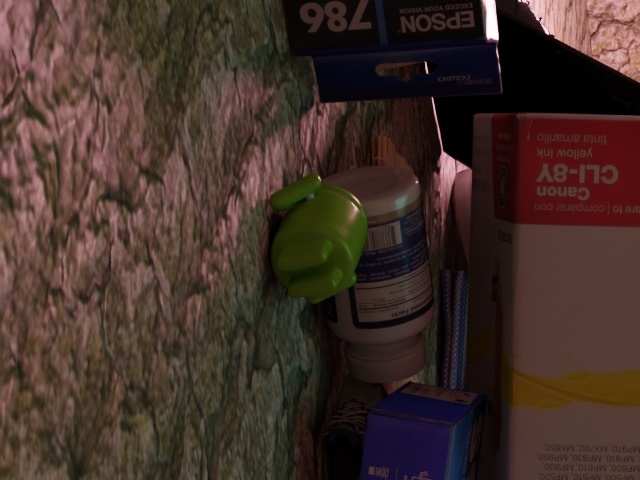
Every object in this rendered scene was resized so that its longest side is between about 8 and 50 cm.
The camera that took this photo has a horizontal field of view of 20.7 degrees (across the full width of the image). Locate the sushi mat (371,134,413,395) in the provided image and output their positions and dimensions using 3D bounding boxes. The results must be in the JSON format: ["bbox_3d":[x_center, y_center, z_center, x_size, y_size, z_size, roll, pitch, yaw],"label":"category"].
[{"bbox_3d":[0.073,0.066,1.732,0.151,0.019,0.316,37,52,-73],"label":"sushi mat"}]

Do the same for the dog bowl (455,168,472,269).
[{"bbox_3d":[0.280,0.054,2.191,0.349,0.102,0.349,-19,90,-73],"label":"dog bowl"}]

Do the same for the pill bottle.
[{"bbox_3d":[0.047,0.030,1.482,0.094,0.094,0.169,-61,146,-64],"label":"pill bottle"}]

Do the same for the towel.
[{"bbox_3d":[0.184,0.197,2.128,0.336,0.040,0.243,51,41,-64],"label":"towel"}]

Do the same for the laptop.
[{"bbox_3d":[0.331,-0.123,1.946,0.236,0.382,0.408,-33,132,-20],"label":"laptop"}]

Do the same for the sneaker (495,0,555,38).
[{"bbox_3d":[0.263,-0.257,2.304,0.109,0.130,0.286,-36,122,-70],"label":"sneaker"}]

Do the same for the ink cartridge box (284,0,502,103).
[{"bbox_3d":[0.046,-0.254,1.388,0.065,0.165,0.333,-66,149,-60],"label":"ink cartridge box"}]

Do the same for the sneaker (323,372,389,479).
[{"bbox_3d":[0.029,0.165,1.485,0.058,0.052,0.135,57,32,-54],"label":"sneaker"}]

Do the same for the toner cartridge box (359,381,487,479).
[{"bbox_3d":[0.071,0.302,1.460,0.165,0.075,0.348,-14,111,-74],"label":"toner cartridge box"}]

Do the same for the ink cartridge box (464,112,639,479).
[{"bbox_3d":[0.223,0.079,1.565,0.279,0.160,0.385,-131,-138,-85],"label":"ink cartridge box"}]

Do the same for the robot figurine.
[{"bbox_3d":[0.000,0.000,1.360,0.115,0.067,0.101,-69,141,-58],"label":"robot figurine"}]

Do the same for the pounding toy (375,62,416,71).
[{"bbox_3d":[0.069,-0.222,1.579,0.141,0.130,0.100,71,10,-48],"label":"pounding toy"}]
